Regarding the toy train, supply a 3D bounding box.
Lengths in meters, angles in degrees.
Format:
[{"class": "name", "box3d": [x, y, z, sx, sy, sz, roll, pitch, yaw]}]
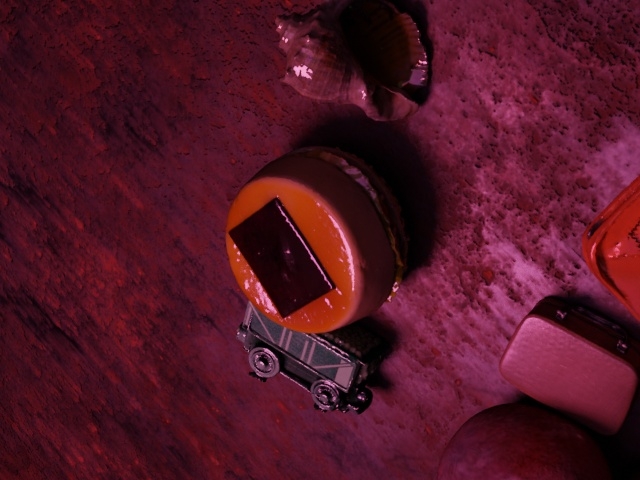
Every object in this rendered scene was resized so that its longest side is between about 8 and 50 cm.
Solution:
[{"class": "toy train", "box3d": [-0.019, 0.184, 1.608, 0.269, 0.115, 0.154, 29, 116, 21]}]

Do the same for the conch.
[{"class": "conch", "box3d": [0.048, -0.260, 1.335, 0.245, 0.163, 0.178, 32, 119, -17]}]

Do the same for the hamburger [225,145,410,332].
[{"class": "hamburger", "box3d": [0.000, 0.000, 1.464, 0.300, 0.176, 0.300, 15, 120, 28]}]

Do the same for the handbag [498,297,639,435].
[{"class": "handbag", "box3d": [0.364, 0.173, 1.360, 0.193, 0.072, 0.151, 28, 125, 24]}]

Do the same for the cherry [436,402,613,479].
[{"class": "cherry", "box3d": [0.280, 0.351, 1.385, 0.213, 0.236, 0.285, 31, 153, -30]}]

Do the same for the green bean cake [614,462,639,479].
[{"class": "green bean cake", "box3d": [0.486, 0.449, 1.372, 0.214, 0.113, 0.200, 34, 127, 19]}]

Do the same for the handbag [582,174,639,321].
[{"class": "handbag", "box3d": [0.538, -0.021, 1.120, 0.303, 0.116, 0.410, 47, 130, 8]}]
